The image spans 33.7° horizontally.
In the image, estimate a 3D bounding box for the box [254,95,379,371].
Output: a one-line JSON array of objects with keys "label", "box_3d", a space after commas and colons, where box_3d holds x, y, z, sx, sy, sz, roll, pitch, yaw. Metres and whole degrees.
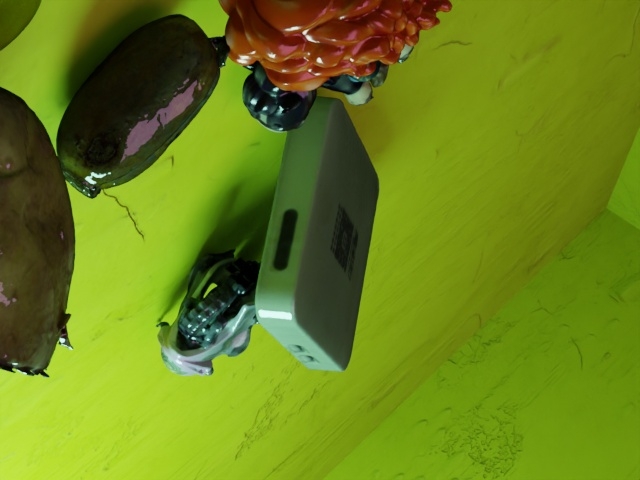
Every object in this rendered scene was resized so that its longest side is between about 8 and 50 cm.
[{"label": "box", "box_3d": [0.000, 0.000, 1.690, 0.373, 0.090, 0.367, 57, 42, -66]}]

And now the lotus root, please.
[{"label": "lotus root", "box_3d": [-0.211, -0.159, 1.215, 0.241, 0.123, 0.124, -46, 172, -7]}]

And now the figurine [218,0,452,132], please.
[{"label": "figurine", "box_3d": [0.010, -0.280, 1.375, 0.306, 0.241, 0.412, -22, 168, -11]}]

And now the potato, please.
[{"label": "potato", "box_3d": [-0.345, -0.029, 1.015, 0.289, 0.300, 0.237, 167, -54, -78]}]

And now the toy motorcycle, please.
[{"label": "toy motorcycle", "box_3d": [-0.157, 0.113, 1.693, 0.188, 0.143, 0.327, -52, 173, 21]}]

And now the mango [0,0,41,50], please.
[{"label": "mango", "box_3d": [-0.326, -0.211, 0.968, 0.163, 0.089, 0.117, -22, 139, -52]}]
